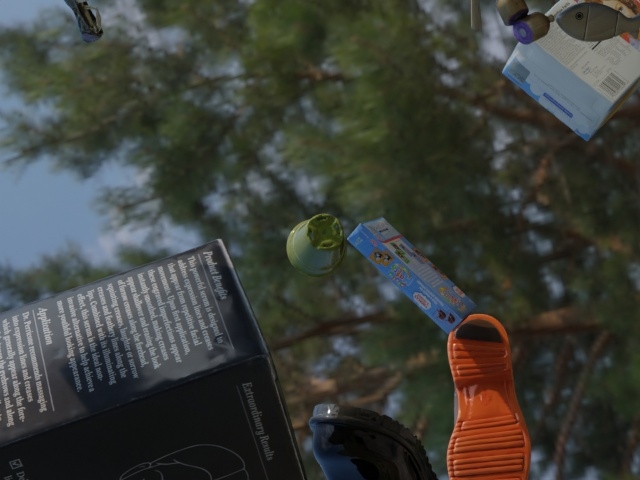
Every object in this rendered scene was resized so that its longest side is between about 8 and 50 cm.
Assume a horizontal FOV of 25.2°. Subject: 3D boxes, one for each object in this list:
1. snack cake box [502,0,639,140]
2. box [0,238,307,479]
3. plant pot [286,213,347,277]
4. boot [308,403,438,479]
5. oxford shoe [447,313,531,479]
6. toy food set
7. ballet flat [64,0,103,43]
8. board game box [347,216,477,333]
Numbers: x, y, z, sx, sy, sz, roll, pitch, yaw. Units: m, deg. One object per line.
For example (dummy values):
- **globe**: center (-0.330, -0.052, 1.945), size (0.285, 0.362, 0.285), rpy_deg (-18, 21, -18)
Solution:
- **snack cake box**: center (0.387, -0.274, 1.942), size (0.152, 0.089, 0.264), rpy_deg (40, -123, 11)
- **box**: center (-0.233, 0.223, 1.549), size (0.212, 0.395, 0.293), rpy_deg (-116, 10, -50)
- **plant pot**: center (0.000, 0.000, 1.909), size (0.079, 0.083, 0.083), rpy_deg (114, 146, -73)
- **boot**: center (0.067, 0.396, 1.892), size (0.348, 0.131, 0.260), rpy_deg (54, -137, -43)
- **oxford shoe**: center (0.270, 0.306, 2.271), size (0.133, 0.130, 0.364), rpy_deg (68, -158, -62)
- **toy food set**: center (0.168, -0.177, 1.011), size (0.019, 0.122, 0.078), rpy_deg (-100, 8, -74)
- **ballet flat**: center (-0.344, -0.341, 2.071), size (0.041, 0.041, 0.114), rpy_deg (-76, -31, -56)
- **board game box**: center (0.146, 0.051, 2.223), size (0.211, 0.039, 0.160), rpy_deg (43, -167, 8)
